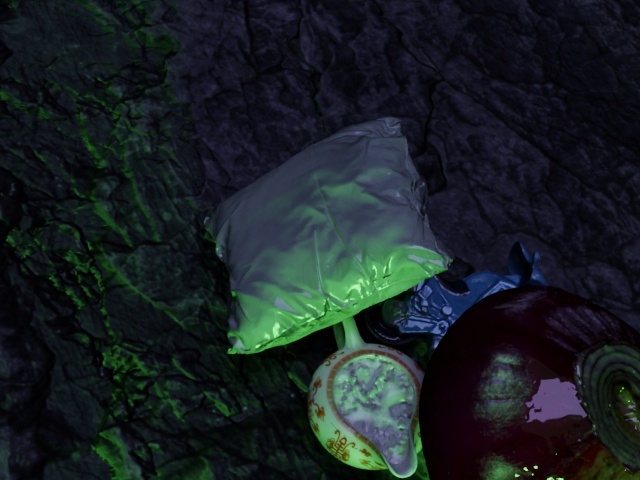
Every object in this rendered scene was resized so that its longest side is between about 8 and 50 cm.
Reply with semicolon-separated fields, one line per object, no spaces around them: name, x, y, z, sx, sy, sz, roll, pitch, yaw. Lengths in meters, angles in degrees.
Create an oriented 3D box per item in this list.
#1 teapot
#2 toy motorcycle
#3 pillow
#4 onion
teapot;0.058;0.194;1.832;0.159;0.116;0.246;-23;67;-9
toy motorcycle;0.188;0.074;1.925;0.272;0.123;0.182;15;67;-1
pillow;0.000;0.000;1.856;0.310;0.138;0.283;-27;42;6
onion;0.243;0.206;1.723;0.260;0.282;0.337;34;65;-23
